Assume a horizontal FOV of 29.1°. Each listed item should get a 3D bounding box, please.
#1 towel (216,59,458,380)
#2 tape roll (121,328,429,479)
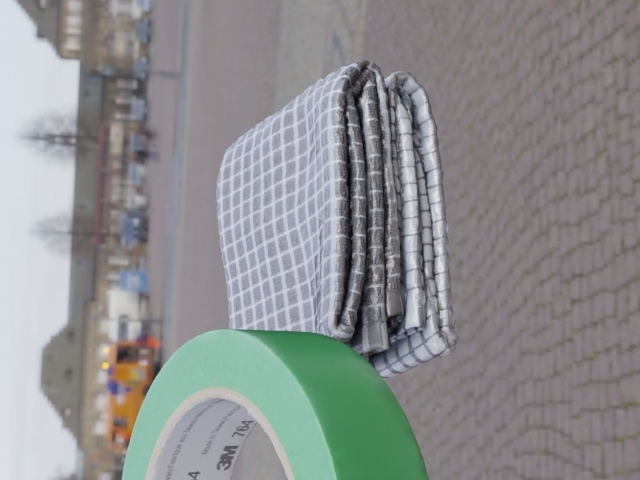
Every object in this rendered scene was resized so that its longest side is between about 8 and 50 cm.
[{"bbox_3d":[0.000,0.000,1.155,0.235,0.121,0.283,-27,59,50],"label":"towel"},{"bbox_3d":[-0.044,0.224,0.872,0.321,0.077,0.321,-13,74,54],"label":"tape roll"}]
